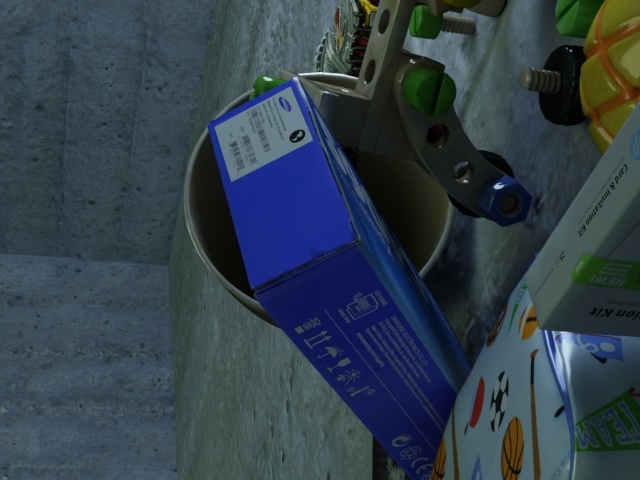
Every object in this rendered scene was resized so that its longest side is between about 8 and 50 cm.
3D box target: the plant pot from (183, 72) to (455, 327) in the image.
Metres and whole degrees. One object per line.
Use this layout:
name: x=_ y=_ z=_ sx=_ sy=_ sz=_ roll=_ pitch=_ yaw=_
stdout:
plant pot: x=0.000 y=0.000 z=1.043 sx=0.274 sy=0.257 sz=0.256 roll=89 pitch=179 yaw=-70

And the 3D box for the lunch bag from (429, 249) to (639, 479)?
lunch bag: x=0.138 y=0.177 z=0.583 sx=0.243 sy=0.115 sz=0.303 roll=-83 pitch=4 yaw=-60

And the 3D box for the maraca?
maraca: x=0.200 y=-0.066 z=0.544 sx=0.127 sy=0.099 sz=0.185 roll=-104 pitch=-3 yaw=-62

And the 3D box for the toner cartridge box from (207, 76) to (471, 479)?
toner cartridge box: x=0.041 y=0.057 z=0.731 sx=0.348 sy=0.075 sz=0.165 roll=54 pitch=-167 yaw=-47

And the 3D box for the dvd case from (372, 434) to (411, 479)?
dvd case: x=0.089 y=0.201 z=1.024 sx=0.164 sy=0.018 sz=0.221 roll=148 pitch=125 yaw=-70

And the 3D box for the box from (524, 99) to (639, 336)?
box: x=0.196 y=-0.021 z=0.441 sx=0.186 sy=0.145 sz=0.038 roll=113 pitch=158 yaw=-48

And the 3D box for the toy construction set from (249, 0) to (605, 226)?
toy construction set: x=0.062 y=-0.172 z=0.802 sx=0.308 sy=0.237 sz=0.257 roll=-101 pitch=21 yaw=-45

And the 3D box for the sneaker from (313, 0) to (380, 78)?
sneaker: x=0.047 y=-0.248 z=1.163 sx=0.093 sy=0.088 sz=0.225 roll=-150 pitch=65 yaw=-72
